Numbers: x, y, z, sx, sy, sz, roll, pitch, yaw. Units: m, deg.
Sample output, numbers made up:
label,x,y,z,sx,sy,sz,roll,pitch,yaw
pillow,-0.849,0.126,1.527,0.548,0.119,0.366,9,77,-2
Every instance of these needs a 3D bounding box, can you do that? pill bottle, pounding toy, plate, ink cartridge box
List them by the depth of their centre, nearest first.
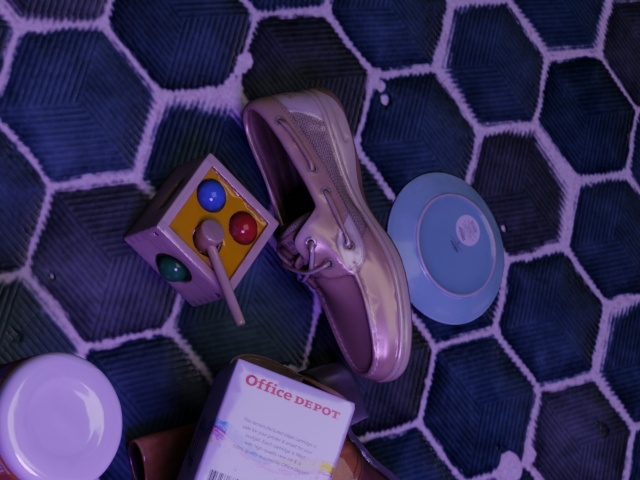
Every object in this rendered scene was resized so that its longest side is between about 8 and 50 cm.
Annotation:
label,x,y,z,sx,sy,sz,roll,pitch,yaw
pill bottle,-0.279,0.172,1.425,0.121,0.216,0.121,10,73,-35
ink cartridge box,-0.063,0.223,1.553,0.128,0.127,0.176,23,74,-9
pounding toy,-0.117,0.005,1.662,0.130,0.100,0.141,46,56,-20
plate,0.159,0.007,1.923,0.188,0.024,0.188,9,74,-35

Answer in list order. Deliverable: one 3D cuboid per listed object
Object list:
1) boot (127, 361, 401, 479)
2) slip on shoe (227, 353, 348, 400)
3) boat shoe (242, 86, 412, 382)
label,x,y,z,sx,sy,sz,roll,pitch,yaw
boot,-0.040,0.285,1.661,0.280,0.096,0.264,-21,93,-38
slip on shoe,-0.032,0.154,1.657,0.135,0.041,0.051,32,52,-4
boat shoe,0.000,0.000,1.751,0.110,0.121,0.341,-12,77,-34
